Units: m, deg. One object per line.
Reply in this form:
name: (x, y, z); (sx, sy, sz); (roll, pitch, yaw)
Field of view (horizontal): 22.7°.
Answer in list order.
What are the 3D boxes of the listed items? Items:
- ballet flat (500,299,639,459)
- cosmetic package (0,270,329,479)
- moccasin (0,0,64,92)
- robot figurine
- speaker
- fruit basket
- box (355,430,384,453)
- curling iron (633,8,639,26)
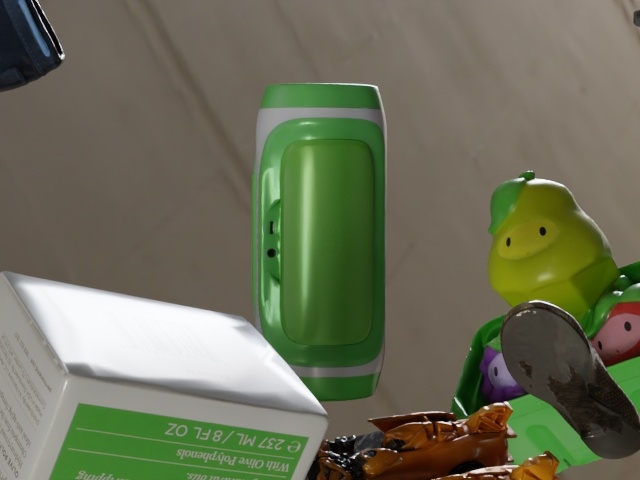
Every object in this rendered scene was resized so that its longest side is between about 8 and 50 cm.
ballet flat: (0.246, 0.129, 1.555); (0.250, 0.084, 0.058); (46, -150, -37)
cosmetic package: (-0.167, 0.224, 1.060); (0.197, 0.365, 0.155); (11, -162, -32)
moccasin: (-0.266, -0.279, 1.186); (0.137, 0.117, 0.342); (-105, 5, -62)
robot figurine: (0.067, 0.227, 1.506); (0.211, 0.291, 0.085); (-131, 41, -60)
speaker: (0.000, 0.000, 1.529); (0.131, 0.131, 0.296); (-6, -83, -66)
fruit basket: (0.341, 0.100, 2.197); (0.392, 0.392, 0.283); (61, -152, -22)
box: (0.078, 0.328, 2.031); (0.093, 0.158, 0.156); (38, -119, -16)
curling iron: (0.350, -0.219, 1.419); (0.035, 0.274, 0.068); (29, -101, -11)
